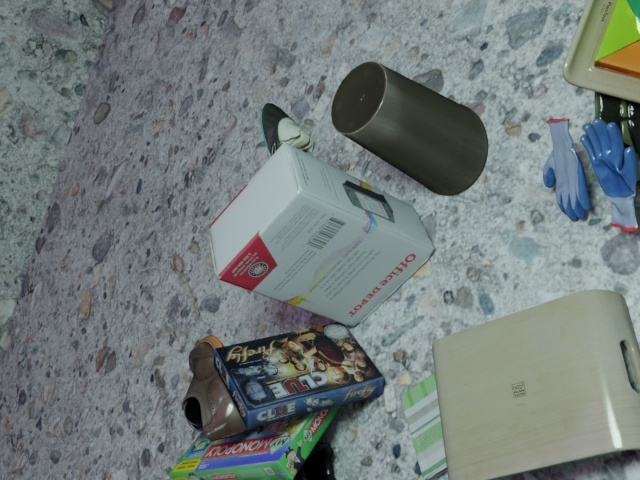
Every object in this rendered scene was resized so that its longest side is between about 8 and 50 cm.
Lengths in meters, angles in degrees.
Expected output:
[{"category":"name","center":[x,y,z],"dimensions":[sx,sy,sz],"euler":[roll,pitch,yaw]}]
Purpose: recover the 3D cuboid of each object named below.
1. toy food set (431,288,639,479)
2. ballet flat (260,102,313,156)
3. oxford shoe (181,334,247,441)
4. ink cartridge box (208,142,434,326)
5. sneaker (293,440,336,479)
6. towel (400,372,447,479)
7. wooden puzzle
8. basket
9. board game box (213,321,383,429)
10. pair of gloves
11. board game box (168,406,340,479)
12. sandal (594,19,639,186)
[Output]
[{"category":"toy food set","center":[0.296,0.215,1.187],"dimensions":[0.306,0.092,0.219],"euler":[-24,54,32]},{"category":"ballet flat","center":[-0.059,-0.171,1.789],"dimensions":[0.096,0.095,0.280],"euler":[-20,68,32]},{"category":"oxford shoe","center":[-0.210,0.272,1.603],"dimensions":[0.133,0.130,0.364],"euler":[-32,14,-15]},{"category":"ink cartridge box","center":[0.000,0.000,1.450],"dimensions":[0.226,0.306,0.131],"euler":[-45,43,26]},{"category":"sneaker","center":[-0.021,0.466,1.417],"dimensions":[0.146,0.102,0.293],"euler":[-27,53,39]},{"category":"towel","center":[0.185,0.281,1.330],"dimensions":[0.113,0.023,0.152],"euler":[-40,44,29]},{"category":"wooden puzzle","center":[0.468,-0.283,1.131],"dimensions":[0.239,0.044,0.221],"euler":[20,88,14]},{"category":"basket","center":[0.142,-0.194,1.438],"dimensions":[0.154,0.227,0.204],"euler":[-51,42,21]},{"category":"board game box","center":[-0.038,0.222,1.451],"dimensions":[0.165,0.243,0.042],"euler":[-130,37,-48]},{"category":"pair of gloves","center":[0.368,-0.094,1.192],"dimensions":[0.198,0.023,0.159],"euler":[22,130,66]},{"category":"board game box","center":[-0.111,0.345,1.538],"dimensions":[0.317,0.046,0.213],"euler":[-21,21,43]},{"category":"sandal","center":[0.438,-0.224,1.204],"dimensions":[0.120,0.086,0.302],"euler":[12,93,13]}]
